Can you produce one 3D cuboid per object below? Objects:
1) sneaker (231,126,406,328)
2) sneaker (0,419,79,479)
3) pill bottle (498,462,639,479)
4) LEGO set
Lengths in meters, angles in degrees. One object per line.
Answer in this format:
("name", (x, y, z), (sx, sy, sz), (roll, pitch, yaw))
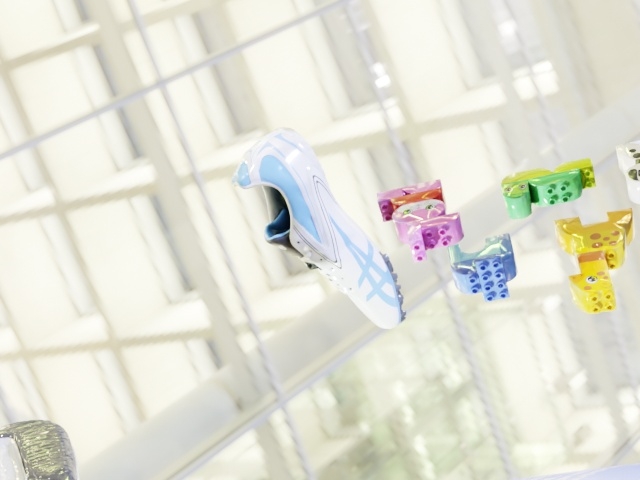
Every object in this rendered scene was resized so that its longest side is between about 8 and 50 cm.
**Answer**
("sneaker", (0.000, 0.000, 1.500), (0.237, 0.086, 0.085), (54, -8, -25))
("sneaker", (-0.207, 0.332, 1.233), (0.447, 0.169, 0.257), (-130, -154, -71))
("pill bottle", (0.069, 0.135, 0.405), (0.272, 0.152, 0.152), (-19, -81, 54))
("LEGO set", (0.161, 0.003, 1.097), (0.227, 0.093, 0.087), (-12, -55, 7))
